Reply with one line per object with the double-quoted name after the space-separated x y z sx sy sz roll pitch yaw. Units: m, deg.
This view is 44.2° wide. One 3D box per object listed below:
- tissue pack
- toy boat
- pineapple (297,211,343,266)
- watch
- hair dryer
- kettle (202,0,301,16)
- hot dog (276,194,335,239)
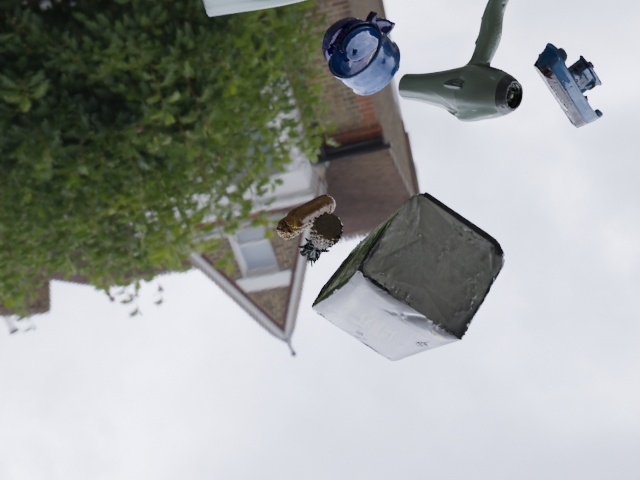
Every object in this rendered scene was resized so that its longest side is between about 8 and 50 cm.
0.143 0.075 1.405 0.210 0.370 0.198 31 -109 -3 "tissue pack"
0.514 -0.314 1.586 0.097 0.223 0.100 -36 -140 16 "toy boat"
0.000 0.000 1.337 0.058 0.124 0.058 5 -114 -13 "pineapple"
0.116 -0.483 2.037 0.196 0.171 0.200 -54 -135 20 "watch"
0.224 -0.311 1.277 0.229 0.092 0.267 -8 -107 46 "hair dryer"
-0.087 -0.485 1.346 0.237 0.161 0.221 -9 -158 1 "kettle"
-0.028 -0.048 1.562 0.071 0.045 0.165 -35 178 36 "hot dog"
